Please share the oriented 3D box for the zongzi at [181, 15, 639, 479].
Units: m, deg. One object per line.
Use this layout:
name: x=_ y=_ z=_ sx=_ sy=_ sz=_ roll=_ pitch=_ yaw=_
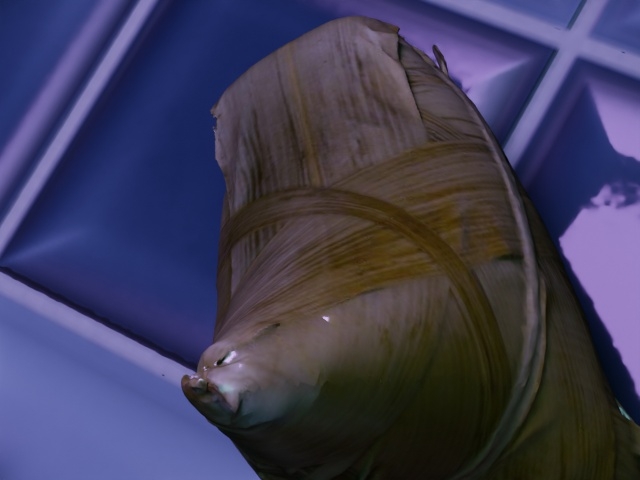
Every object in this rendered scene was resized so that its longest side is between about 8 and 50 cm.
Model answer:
zongzi: x=0.000 y=0.000 z=0.529 sx=0.099 sy=0.197 sz=0.194 roll=-38 pitch=55 yaw=19
